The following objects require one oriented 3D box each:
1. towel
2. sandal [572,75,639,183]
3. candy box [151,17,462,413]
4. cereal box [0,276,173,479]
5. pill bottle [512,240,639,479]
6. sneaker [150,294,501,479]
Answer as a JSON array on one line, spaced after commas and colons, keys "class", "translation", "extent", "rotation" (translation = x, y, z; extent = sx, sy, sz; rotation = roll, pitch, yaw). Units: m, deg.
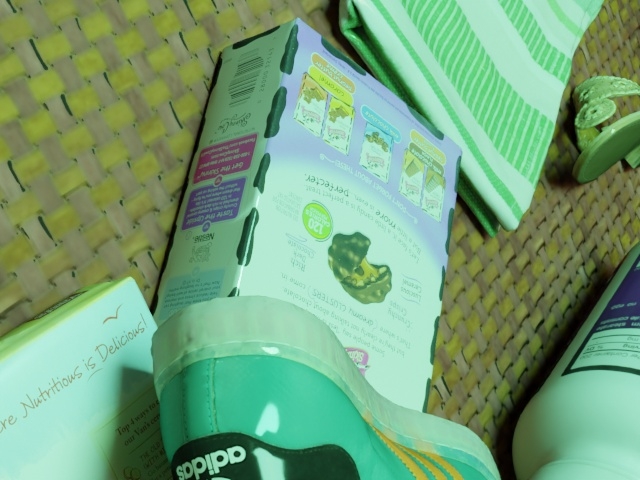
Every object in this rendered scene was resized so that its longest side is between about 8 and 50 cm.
[{"class": "towel", "translation": [0.137, -0.197, 0.789], "extent": [0.248, 0.038, 0.325], "rotation": [49, 51, -28]}, {"class": "sandal", "translation": [0.264, -0.111, 0.897], "extent": [0.240, 0.088, 0.079], "rotation": [-11, 59, -54]}, {"class": "candy box", "translation": [0.000, 0.000, 0.578], "extent": [0.165, 0.070, 0.196], "rotation": [32, 60, -39]}, {"class": "cereal box", "translation": [-0.106, 0.160, 0.449], "extent": [0.173, 0.047, 0.240], "rotation": [-36, 107, -46]}, {"class": "pill bottle", "translation": [0.266, 0.132, 0.752], "extent": [0.323, 0.181, 0.181], "rotation": [-43, 113, -42]}, {"class": "sneaker", "translation": [0.019, 0.146, 0.502], "extent": [0.302, 0.108, 0.121], "rotation": [41, 32, -46]}]
